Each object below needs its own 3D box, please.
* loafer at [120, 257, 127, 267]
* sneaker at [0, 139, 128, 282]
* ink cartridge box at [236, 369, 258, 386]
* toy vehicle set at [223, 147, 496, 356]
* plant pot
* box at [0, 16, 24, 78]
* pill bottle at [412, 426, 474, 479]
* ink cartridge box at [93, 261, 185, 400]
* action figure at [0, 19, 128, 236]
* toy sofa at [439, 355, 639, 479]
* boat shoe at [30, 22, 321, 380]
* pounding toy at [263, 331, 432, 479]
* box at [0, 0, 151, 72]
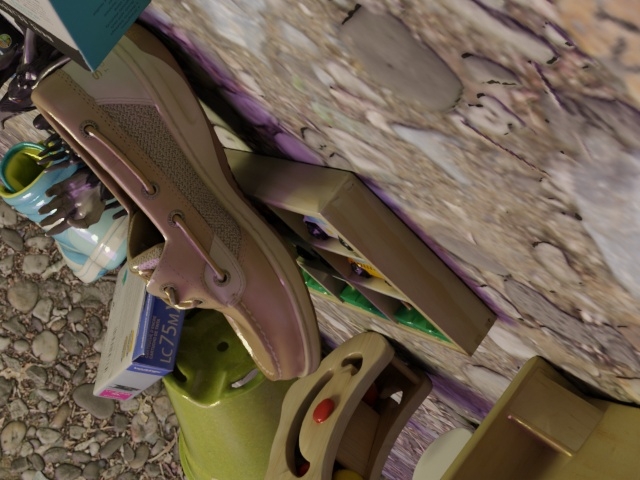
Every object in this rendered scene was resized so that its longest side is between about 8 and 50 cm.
[{"bbox_3d":[-0.240,0.040,1.654,0.223,0.076,0.078,14,146,55],"label":"loafer"},{"bbox_3d":[-0.357,-0.049,1.541,0.208,0.127,0.319,37,160,-12],"label":"sneaker"},{"bbox_3d":[-0.146,0.158,1.783,0.060,0.104,0.180,28,165,45],"label":"ink cartridge box"},{"bbox_3d":[0.000,0.000,0.849,0.166,0.035,0.267,43,168,-27],"label":"toy vehicle set"},{"bbox_3d":[-0.103,0.206,1.538,0.276,0.276,0.254,30,155,32],"label":"plant pot"},{"bbox_3d":[-0.322,-0.203,1.034,0.094,0.027,0.137,22,161,49],"label":"box"},{"bbox_3d":[0.212,0.315,1.277,0.208,0.119,0.119,40,169,-20],"label":"pill bottle"},{"bbox_3d":[-0.224,0.094,1.423,0.065,0.185,0.311,14,160,-15],"label":"ink cartridge box"},{"bbox_3d":[-0.211,-0.087,0.885,0.164,0.141,0.275,47,173,11],"label":"action figure"},{"bbox_3d":[0.220,0.188,0.646,0.177,0.150,0.362,40,168,-11],"label":"toy sofa"},{"bbox_3d":[-0.097,-0.004,0.785,0.109,0.098,0.302,26,149,54],"label":"boat shoe"},{"bbox_3d":[0.056,0.207,1.173,0.154,0.269,0.155,-31,119,35],"label":"pounding toy"},{"bbox_3d":[-0.163,-0.181,0.542,0.100,0.060,0.244,35,169,13],"label":"box"}]
